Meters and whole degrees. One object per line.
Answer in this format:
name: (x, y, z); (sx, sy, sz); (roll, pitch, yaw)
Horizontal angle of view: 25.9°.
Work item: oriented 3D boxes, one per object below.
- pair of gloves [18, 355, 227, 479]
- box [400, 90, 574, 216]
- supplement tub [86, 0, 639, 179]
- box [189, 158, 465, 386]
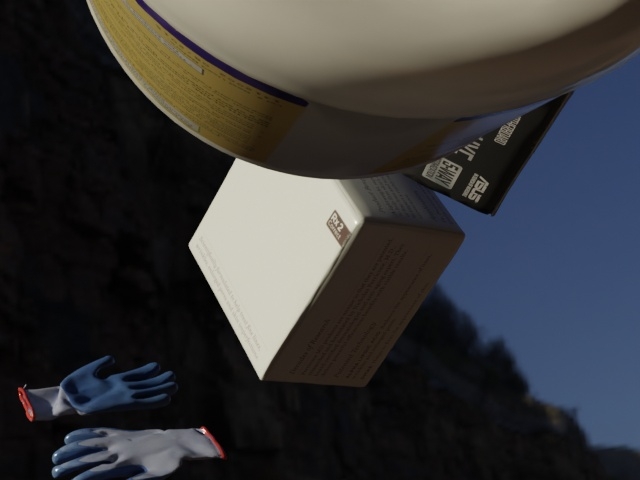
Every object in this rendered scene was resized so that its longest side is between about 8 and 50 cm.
pair of gloves: (-0.187, 0.169, 1.284); (0.159, 0.198, 0.023); (-6, -59, -30)
box: (0.161, -0.201, 0.895); (0.076, 0.307, 0.242); (25, -25, 1)
supplement tub: (0.015, -0.150, 0.552); (0.241, 0.241, 0.331); (-4, -2, -7)
box: (0.000, 0.000, 1.195); (0.119, 0.181, 0.182); (9, -55, -37)
